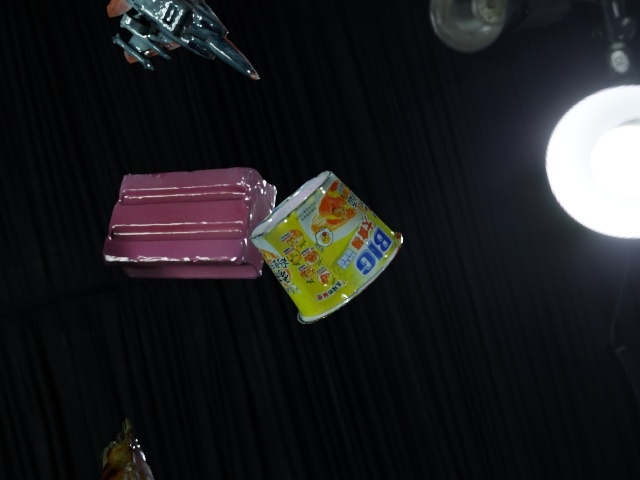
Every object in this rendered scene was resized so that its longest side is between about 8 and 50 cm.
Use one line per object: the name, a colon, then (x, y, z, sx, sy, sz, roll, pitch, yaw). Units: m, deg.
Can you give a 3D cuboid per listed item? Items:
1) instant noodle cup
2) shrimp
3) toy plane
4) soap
instant noodle cup: (0.000, 0.000, 0.998, 0.205, 0.153, 0.205, -38, 10, 8)
shrimp: (-0.244, 0.392, 0.842, 0.071, 0.233, 0.365, -1, 18, -21)
toy plane: (-0.199, -0.321, 0.959, 0.104, 0.326, 0.223, 8, -58, -52)
soap: (-0.294, -0.038, 1.494, 0.359, 0.233, 0.128, -1, -23, 22)
